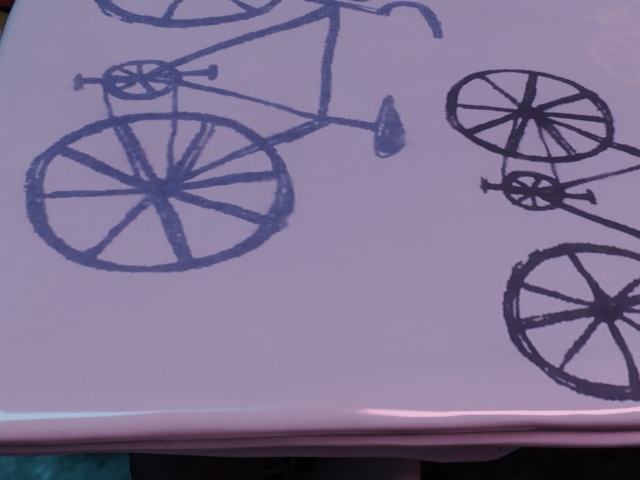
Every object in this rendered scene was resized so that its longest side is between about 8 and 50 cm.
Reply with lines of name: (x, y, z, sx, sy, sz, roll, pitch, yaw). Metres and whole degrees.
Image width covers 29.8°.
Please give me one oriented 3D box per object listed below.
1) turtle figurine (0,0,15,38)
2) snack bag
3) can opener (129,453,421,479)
turtle figurine: (-0.231, -0.238, 0.742, 0.275, 0.198, 0.266, -172, 102, -76)
snack bag: (0.044, -0.039, 0.438, 0.342, 0.037, 0.323, 0, 37, -4)
can opener: (0.000, 0.000, 0.464, 0.074, 0.093, 0.280, -26, 30, 24)
